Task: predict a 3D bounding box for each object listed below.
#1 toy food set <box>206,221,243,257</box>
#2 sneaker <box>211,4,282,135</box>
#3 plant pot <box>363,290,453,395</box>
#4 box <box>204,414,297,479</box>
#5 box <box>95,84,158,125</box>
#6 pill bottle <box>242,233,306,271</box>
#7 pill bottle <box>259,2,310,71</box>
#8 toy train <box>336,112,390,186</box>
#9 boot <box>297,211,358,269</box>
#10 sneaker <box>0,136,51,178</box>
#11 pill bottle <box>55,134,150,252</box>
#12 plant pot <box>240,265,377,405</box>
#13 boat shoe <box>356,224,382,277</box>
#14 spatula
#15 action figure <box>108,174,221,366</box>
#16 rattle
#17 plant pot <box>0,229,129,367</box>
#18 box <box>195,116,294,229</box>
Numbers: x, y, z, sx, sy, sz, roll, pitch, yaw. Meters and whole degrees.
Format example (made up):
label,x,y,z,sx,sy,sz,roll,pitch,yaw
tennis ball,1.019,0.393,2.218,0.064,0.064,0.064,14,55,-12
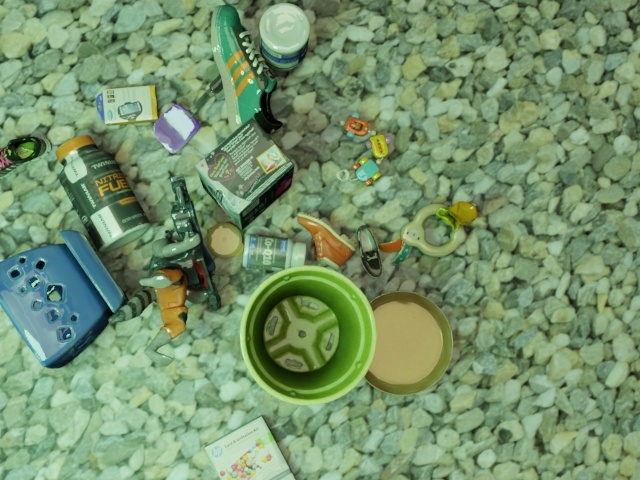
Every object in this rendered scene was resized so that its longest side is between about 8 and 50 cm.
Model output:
label,x,y,z,sx,sy,sz,roll,pitch,yaw
toy food set,-0.218,-0.001,1.896,0.083,0.020,0.083,-7,84,-5
sneaker,-0.157,-0.379,1.859,0.121,0.108,0.302,-6,107,19
plant pot,0.183,0.233,1.897,0.236,0.032,0.236,1,84,-5
box,-0.149,0.504,1.839,0.145,0.038,0.186,-27,86,-7
box,-0.443,-0.309,1.908,0.136,0.028,0.081,-5,84,-3
pill bottle,-0.104,0.029,1.873,0.137,0.078,0.078,6,83,-4
pill bottle,-0.083,-0.448,1.870,0.112,0.187,0.112,0,84,-4
toy train,0.094,-0.206,1.933,0.125,0.046,0.166,12,80,-2
boot,0.000,0.000,1.896,0.158,0.059,0.085,36,87,-1
sneaker,-0.689,-0.189,1.850,0.170,0.075,0.063,-24,86,-6
pill bottle,-0.488,-0.108,1.831,0.130,0.130,0.246,-30,87,-7
plant pot,-0.035,0.200,1.772,0.276,0.254,0.276,1,84,-5
boat shoe,0.114,0.025,1.910,0.046,0.038,0.125,-13,85,-6
spatula,-0.265,-0.332,1.921,0.084,0.030,0.296,44,80,-13
action figure,-0.325,0.046,1.740,0.178,0.330,0.341,-8,115,6
rattle,0.244,-0.012,1.879,0.199,0.143,0.130,-16,104,-12
plant pot,-0.539,0.117,1.757,0.212,0.236,0.236,-34,87,-13
box,-0.164,-0.138,1.800,0.163,0.247,0.142,-42,87,-8
